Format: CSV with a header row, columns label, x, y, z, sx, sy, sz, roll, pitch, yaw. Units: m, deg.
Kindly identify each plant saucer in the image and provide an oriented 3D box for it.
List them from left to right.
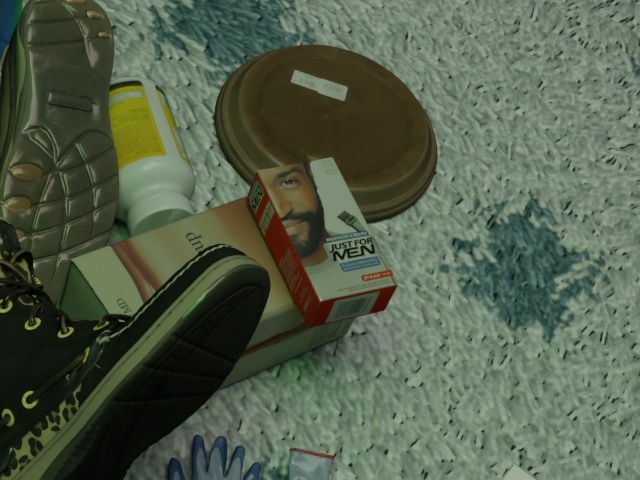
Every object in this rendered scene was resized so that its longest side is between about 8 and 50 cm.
label,x,y,z,sx,sy,sz,roll,pitch,yaw
plant saucer,0.012,-0.139,2.011,0.278,0.041,0.278,9,50,-11

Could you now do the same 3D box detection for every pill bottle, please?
label,x,y,z,sx,sy,sz,roll,pitch,yaw
pill bottle,-0.197,-0.084,1.849,0.103,0.103,0.184,-6,54,-23

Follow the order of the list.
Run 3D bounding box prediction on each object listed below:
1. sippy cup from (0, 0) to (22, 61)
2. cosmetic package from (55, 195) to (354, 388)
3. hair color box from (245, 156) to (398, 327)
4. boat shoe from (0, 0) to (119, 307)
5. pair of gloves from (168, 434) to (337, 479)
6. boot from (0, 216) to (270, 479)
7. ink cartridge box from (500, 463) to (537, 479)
label,x,y,z,sx,sy,sz,roll,pitch,yaw
sippy cup,-0.458,-0.252,1.832,0.224,0.240,0.305,7,16,0
cosmetic package,-0.109,0.060,1.745,0.296,0.129,0.153,-23,64,-32
hair color box,0.000,0.000,1.712,0.093,0.053,0.167,-12,58,-27
boat shoe,-0.293,-0.090,1.804,0.132,0.130,0.355,14,70,-25
pair of gloves,-0.057,0.270,1.665,0.198,0.023,0.159,11,51,-9
boot,-0.246,0.082,1.566,0.284,0.377,0.138,50,18,29
ink cartridge box,0.188,0.299,1.644,0.092,0.143,0.090,35,50,10
